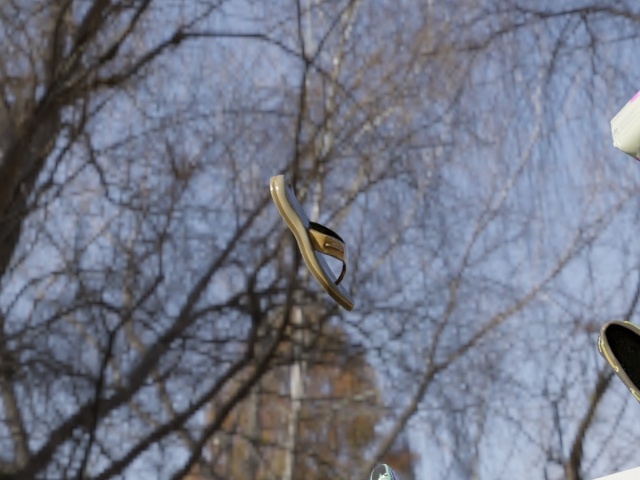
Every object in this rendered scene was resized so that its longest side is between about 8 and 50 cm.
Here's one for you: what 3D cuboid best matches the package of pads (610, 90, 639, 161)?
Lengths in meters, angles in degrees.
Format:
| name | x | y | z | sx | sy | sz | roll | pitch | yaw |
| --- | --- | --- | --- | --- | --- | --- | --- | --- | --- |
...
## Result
| name | x | y | z | sx | sy | sz | roll | pitch | yaw |
| --- | --- | --- | --- | --- | --- | --- | --- | --- | --- |
| package of pads | 0.576 | -0.149 | 1.715 | 0.296 | 0.101 | 0.229 | 32 | -60 | -11 |

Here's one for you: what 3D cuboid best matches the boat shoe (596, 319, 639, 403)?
| name | x | y | z | sx | sy | sz | roll | pitch | yaw |
| --- | --- | --- | --- | --- | --- | --- | --- | --- | --- |
| boat shoe | 0.452 | 0.196 | 1.692 | 0.081 | 0.228 | 0.068 | -44 | -23 | 2 |

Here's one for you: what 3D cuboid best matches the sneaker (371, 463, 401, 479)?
| name | x | y | z | sx | sy | sz | roll | pitch | yaw |
| --- | --- | --- | --- | --- | --- | --- | --- | --- | --- |
| sneaker | 0.097 | 0.341 | 1.638 | 0.038 | 0.098 | 0.069 | -28 | -53 | 32 |

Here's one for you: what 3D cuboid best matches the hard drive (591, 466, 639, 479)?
| name | x | y | z | sx | sy | sz | roll | pitch | yaw |
| --- | --- | --- | --- | --- | --- | --- | --- | --- | --- |
| hard drive | 0.478 | 0.347 | 1.658 | 0.318 | 0.040 | 0.210 | 13 | -26 | -27 |

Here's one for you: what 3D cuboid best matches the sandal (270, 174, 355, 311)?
| name | x | y | z | sx | sy | sz | roll | pitch | yaw |
| --- | --- | --- | --- | --- | --- | --- | --- | --- | --- |
| sandal | 0.000 | 0.000 | 1.468 | 0.049 | 0.180 | 0.072 | -27 | 5 | 6 |
